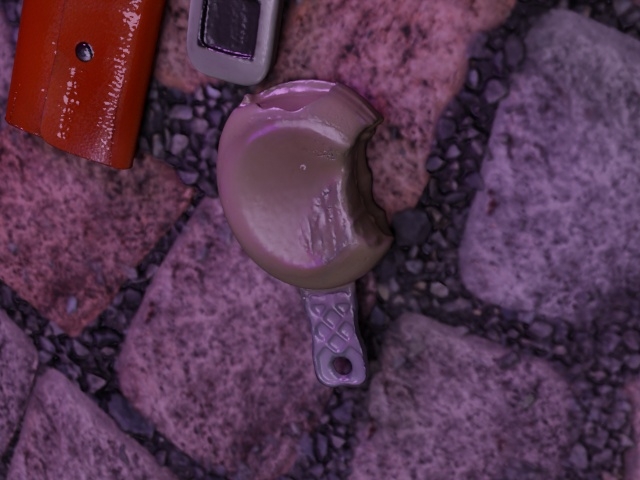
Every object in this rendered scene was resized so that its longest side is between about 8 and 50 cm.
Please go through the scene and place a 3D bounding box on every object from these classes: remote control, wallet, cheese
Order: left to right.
[{"bbox_3d":[-0.220,-0.180,1.428,0.142,0.045,0.204,21,115,14],"label":"wallet"},{"bbox_3d":[-0.061,-0.287,1.330,0.090,0.038,0.309,17,114,17],"label":"remote control"},{"bbox_3d":[0.000,0.000,1.383,0.163,0.082,0.286,-7,107,25],"label":"cheese"}]
